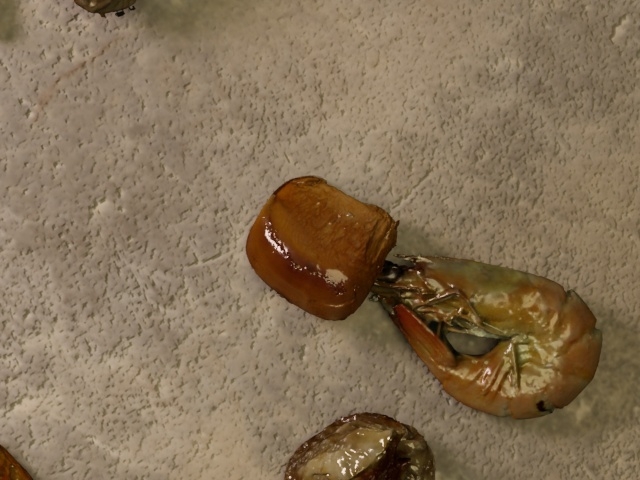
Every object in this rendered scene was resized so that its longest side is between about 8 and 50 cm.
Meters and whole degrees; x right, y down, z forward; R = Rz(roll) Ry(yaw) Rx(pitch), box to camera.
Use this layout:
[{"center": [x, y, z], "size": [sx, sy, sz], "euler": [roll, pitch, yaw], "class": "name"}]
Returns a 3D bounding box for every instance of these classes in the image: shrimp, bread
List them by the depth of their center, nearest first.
[{"center": [0.000, 0.000, 1.624], "size": [0.129, 0.044, 0.126], "euler": [30, 72, 14], "class": "bread"}, {"center": [0.145, 0.084, 1.668], "size": [0.267, 0.061, 0.145], "euler": [22, 89, -13], "class": "shrimp"}]

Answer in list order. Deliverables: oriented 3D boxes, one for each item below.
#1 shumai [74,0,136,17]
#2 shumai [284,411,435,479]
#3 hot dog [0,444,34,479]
[{"center": [-0.216, -0.283, 1.572], "size": [0.116, 0.145, 0.145], "euler": [17, 82, 11], "class": "shumai"}, {"center": [0.036, 0.230, 1.618], "size": [0.139, 0.105, 0.123], "euler": [-17, 95, 11], "class": "shumai"}, {"center": [-0.313, 0.226, 1.537], "size": [0.147, 0.065, 0.099], "euler": [45, 77, -20], "class": "hot dog"}]
